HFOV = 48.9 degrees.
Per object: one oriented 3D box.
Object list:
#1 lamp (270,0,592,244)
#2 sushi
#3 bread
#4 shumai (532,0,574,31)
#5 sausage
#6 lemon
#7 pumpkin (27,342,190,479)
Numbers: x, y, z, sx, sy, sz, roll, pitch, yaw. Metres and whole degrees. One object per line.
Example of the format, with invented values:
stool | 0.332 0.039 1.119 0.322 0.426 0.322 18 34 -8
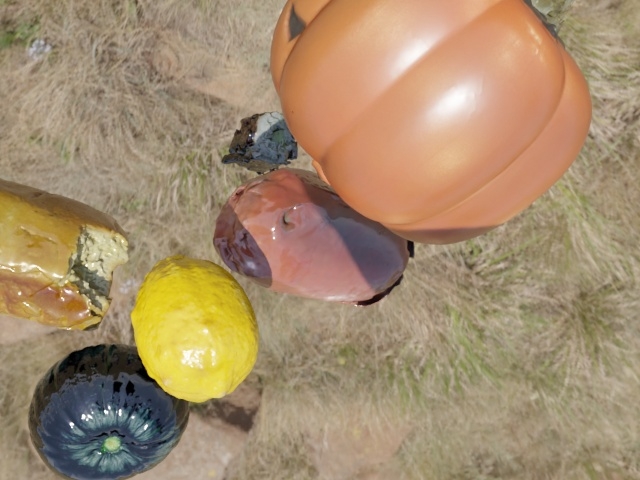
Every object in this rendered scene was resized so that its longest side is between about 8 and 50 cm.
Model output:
lamp | 0.058 -0.086 0.417 0.164 0.188 0.187 -38 121 26
sushi | -0.093 -0.155 1.112 0.098 0.094 0.084 12 169 -36
bread | -0.431 -0.005 0.936 0.344 0.195 0.149 15 115 -19
shumai | 0.259 -0.368 1.125 0.217 0.283 0.346 33 145 17
sausage | 0.000 0.000 0.866 0.279 0.152 0.152 13 126 -39
lemon | -0.118 0.078 0.656 0.114 0.155 0.114 -20 145 -15
pumpkin | -0.269 0.218 0.902 0.202 0.140 0.202 -8 123 -12
